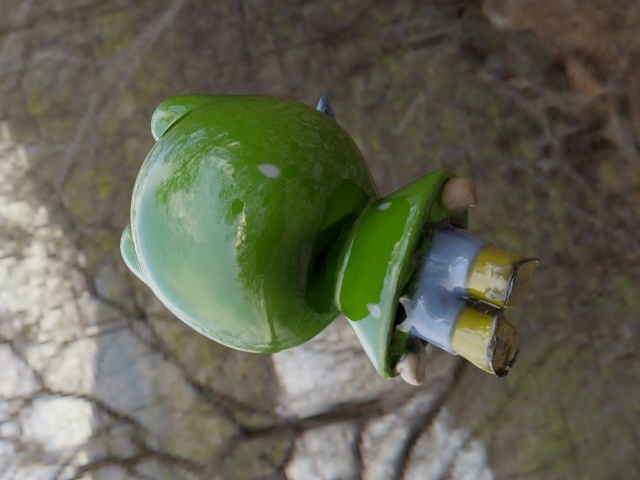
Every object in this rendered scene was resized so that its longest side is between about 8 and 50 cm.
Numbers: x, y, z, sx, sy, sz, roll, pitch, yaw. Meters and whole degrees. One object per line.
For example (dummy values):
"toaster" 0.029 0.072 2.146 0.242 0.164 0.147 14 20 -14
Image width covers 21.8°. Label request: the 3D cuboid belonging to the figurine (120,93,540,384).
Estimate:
"figurine" 0.000 0.000 1.003 0.143 0.263 0.162 -15 -58 -62
